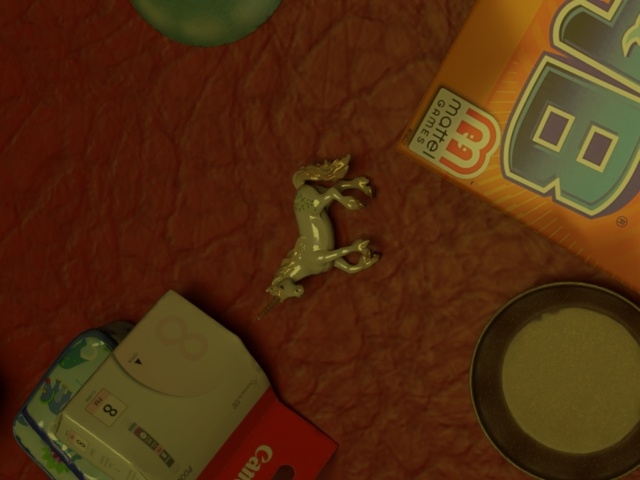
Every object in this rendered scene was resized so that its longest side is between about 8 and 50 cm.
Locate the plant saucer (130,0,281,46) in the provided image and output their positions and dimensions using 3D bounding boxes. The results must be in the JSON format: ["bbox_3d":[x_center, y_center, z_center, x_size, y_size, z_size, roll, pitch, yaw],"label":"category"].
[{"bbox_3d":[-0.122,-0.292,1.524,0.195,0.037,0.195,2,97,18],"label":"plant saucer"}]

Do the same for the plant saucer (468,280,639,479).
[{"bbox_3d":[0.243,0.135,1.452,0.198,0.036,0.198,2,97,19],"label":"plant saucer"}]

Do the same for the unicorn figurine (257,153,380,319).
[{"bbox_3d":[0.000,0.000,1.511,0.111,0.060,0.162,-4,79,19],"label":"unicorn figurine"}]

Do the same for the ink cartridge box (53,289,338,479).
[{"bbox_3d":[-0.113,0.182,1.487,0.232,0.189,0.066,33,141,8],"label":"ink cartridge box"}]

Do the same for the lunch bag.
[{"bbox_3d":[-0.202,0.210,1.580,0.219,0.090,0.176,46,110,9],"label":"lunch bag"}]

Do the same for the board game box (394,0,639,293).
[{"bbox_3d":[0.334,-0.146,1.223,0.356,0.356,0.356,32,104,13],"label":"board game box"}]
